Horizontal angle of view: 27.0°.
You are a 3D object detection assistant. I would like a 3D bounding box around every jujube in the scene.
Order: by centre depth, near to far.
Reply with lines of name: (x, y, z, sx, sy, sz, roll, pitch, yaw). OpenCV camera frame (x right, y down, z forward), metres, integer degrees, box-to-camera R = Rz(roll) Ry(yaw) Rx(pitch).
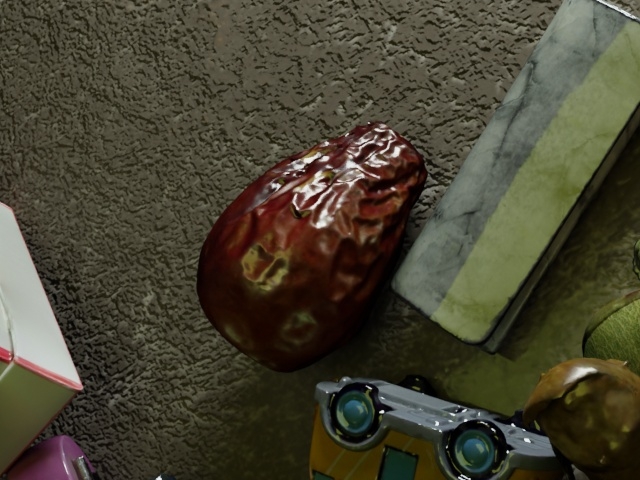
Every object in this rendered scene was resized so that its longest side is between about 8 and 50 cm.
jujube: (0.000, 0.000, 1.143, 0.168, 0.168, 0.236, 38, 81, 28)

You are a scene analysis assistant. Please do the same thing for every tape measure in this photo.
tape measure: (-0.234, 0.242, 1.232, 0.074, 0.125, 0.118, -27, 71, -3)

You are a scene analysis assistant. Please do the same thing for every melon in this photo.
melon: (0.281, 0.091, 1.021, 0.160, 0.079, 0.128, -28, 67, 19)

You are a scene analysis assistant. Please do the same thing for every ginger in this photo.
ginger: (0.240, 0.224, 0.974, 0.133, 0.107, 0.309, -19, 96, -19)

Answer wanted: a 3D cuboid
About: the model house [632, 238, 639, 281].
model house: (0.348, 0.002, 0.919, 0.166, 0.172, 0.183, -42, 82, -14)

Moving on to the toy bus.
toy bus: (0.091, 0.191, 1.075, 0.210, 0.126, 0.136, 14, 95, 28)

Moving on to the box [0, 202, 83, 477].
box: (-0.457, 0.096, 1.226, 0.312, 0.300, 0.314, -47, 41, 12)

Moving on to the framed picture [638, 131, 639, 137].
framed picture: (0.354, -0.120, 1.059, 0.128, 0.023, 0.168, 37, 97, 29)

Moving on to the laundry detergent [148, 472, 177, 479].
laundry detergent: (-0.084, 0.330, 1.144, 0.215, 0.105, 0.280, -48, 65, 13)

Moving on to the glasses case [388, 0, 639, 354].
glasses case: (0.177, -0.057, 1.115, 0.114, 0.060, 0.299, 34, 96, 28)
